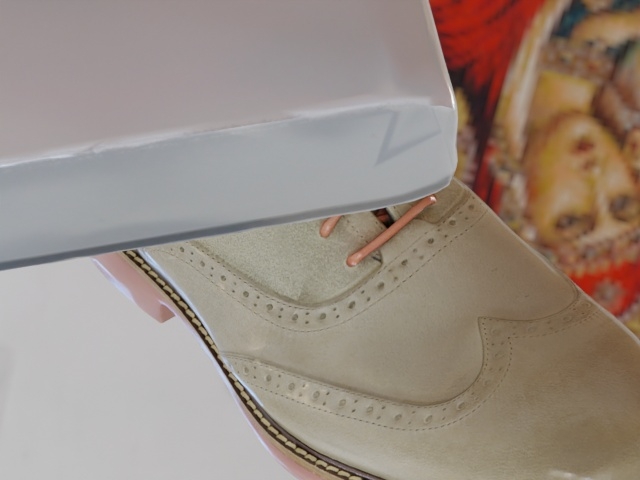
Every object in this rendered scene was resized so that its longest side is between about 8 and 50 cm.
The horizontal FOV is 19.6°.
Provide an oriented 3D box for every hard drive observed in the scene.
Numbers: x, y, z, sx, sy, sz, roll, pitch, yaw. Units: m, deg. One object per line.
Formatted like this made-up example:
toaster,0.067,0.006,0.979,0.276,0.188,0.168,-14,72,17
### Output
hard drive,-0.112,-0.146,0.528,0.233,0.047,0.353,-10,-124,-4

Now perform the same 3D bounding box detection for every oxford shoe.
oxford shoe,0.000,0.000,0.828,0.140,0.146,0.397,-37,-134,-27
